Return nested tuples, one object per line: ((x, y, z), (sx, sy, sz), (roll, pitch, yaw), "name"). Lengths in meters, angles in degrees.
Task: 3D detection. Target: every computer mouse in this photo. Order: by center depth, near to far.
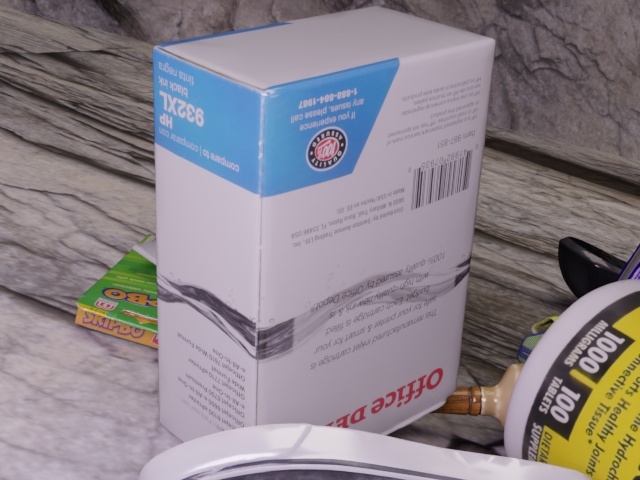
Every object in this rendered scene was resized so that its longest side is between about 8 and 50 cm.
((0.422, 0.084, 1.493), (0.272, 0.072, 0.188), (26, 13, -4), "computer mouse")

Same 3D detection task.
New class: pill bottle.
((0.297, 0.172, 0.751), (0.188, 0.187, 0.334), (2, 21, -39), "pill bottle")

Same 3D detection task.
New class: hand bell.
((0.125, 0.137, 0.989), (0.242, 0.126, 0.126), (3, 16, -1), "hand bell")

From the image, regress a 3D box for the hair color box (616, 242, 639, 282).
((0.455, 0.119, 1.135), (0.339, 0.110, 0.185), (32, 26, 10), "hair color box")

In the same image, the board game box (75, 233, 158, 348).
((-0.146, 0.053, 1.112), (0.124, 0.039, 0.259), (17, 13, 2), "board game box")

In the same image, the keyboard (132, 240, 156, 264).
((-0.065, 0.068, 1.088), (0.256, 0.014, 0.072), (32, 21, 17), "keyboard")

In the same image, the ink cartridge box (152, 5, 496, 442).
((0.000, 0.000, 0.850), (0.223, 0.307, 0.129), (-20, 33, -39), "ink cartridge box")

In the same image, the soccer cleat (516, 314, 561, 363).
((0.301, 0.102, 1.252), (0.121, 0.093, 0.289), (21, 17, 24), "soccer cleat")

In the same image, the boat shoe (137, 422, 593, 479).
((0.036, 0.189, 0.695), (0.301, 0.108, 0.102), (10, 44, -11), "boat shoe")
